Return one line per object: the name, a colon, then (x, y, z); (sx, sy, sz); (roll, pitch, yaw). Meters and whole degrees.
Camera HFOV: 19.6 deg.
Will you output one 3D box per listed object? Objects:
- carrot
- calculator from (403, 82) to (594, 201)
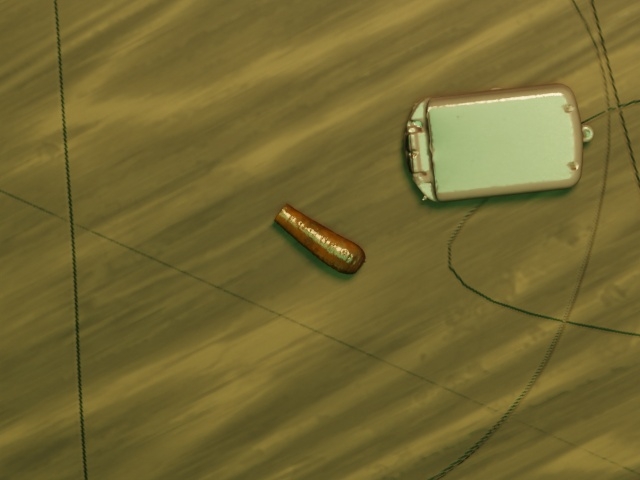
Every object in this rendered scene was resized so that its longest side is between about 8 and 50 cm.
carrot: (0.000, 0.000, 1.726); (0.093, 0.032, 0.032); (34, 101, -2)
calculator: (0.164, -0.090, 1.698); (0.175, 0.032, 0.100); (-6, 102, 3)
